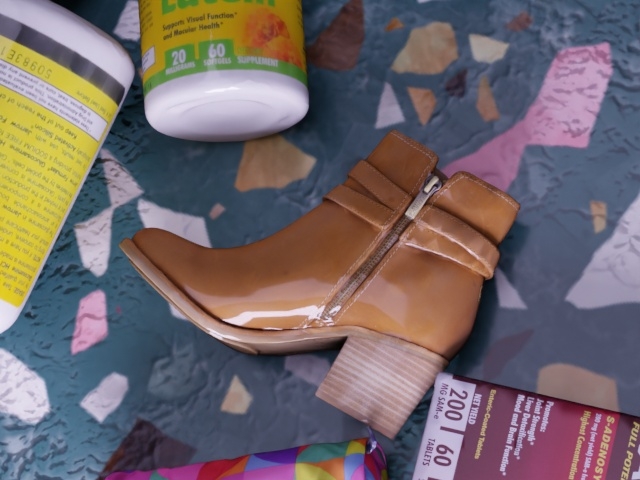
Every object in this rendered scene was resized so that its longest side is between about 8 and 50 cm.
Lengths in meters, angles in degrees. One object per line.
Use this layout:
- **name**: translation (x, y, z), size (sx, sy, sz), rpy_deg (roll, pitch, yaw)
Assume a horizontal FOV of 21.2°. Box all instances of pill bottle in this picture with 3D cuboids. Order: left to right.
- **pill bottle**: translation (-0.304, -0.041, 1.411), size (0.188, 0.188, 0.334), rpy_deg (23, 82, 18)
- **pill bottle**: translation (-0.085, -0.217, 1.428), size (0.136, 0.136, 0.245), rpy_deg (-8, 75, 12)

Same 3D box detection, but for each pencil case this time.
- **pencil case**: translation (-0.054, 0.212, 1.333), size (0.236, 0.104, 0.104), rpy_deg (-11, 74, 14)

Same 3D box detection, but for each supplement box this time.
- **supplement box**: translation (0.193, 0.191, 1.295), size (0.239, 0.073, 0.130), rpy_deg (11, 79, 15)

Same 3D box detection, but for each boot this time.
- **boot**: translation (0.000, 0.000, 1.369), size (0.283, 0.109, 0.220), rpy_deg (28, 84, 18)
